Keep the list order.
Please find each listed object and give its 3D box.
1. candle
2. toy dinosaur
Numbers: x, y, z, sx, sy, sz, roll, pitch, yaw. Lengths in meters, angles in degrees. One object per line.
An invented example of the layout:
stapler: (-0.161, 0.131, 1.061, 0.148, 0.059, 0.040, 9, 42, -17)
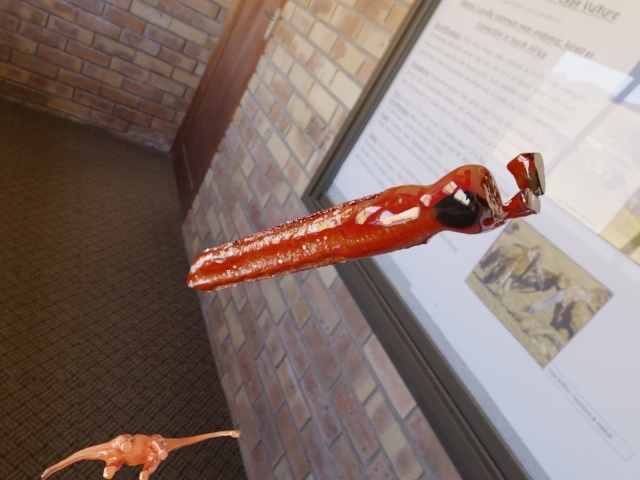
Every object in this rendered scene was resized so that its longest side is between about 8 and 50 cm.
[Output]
candle: (0.000, 0.000, 0.385, 0.051, 0.329, 0.048, 17, 65, -47)
toy dinosaur: (-0.250, 0.311, 0.732, 0.280, 0.055, 0.101, 6, -4, -22)
